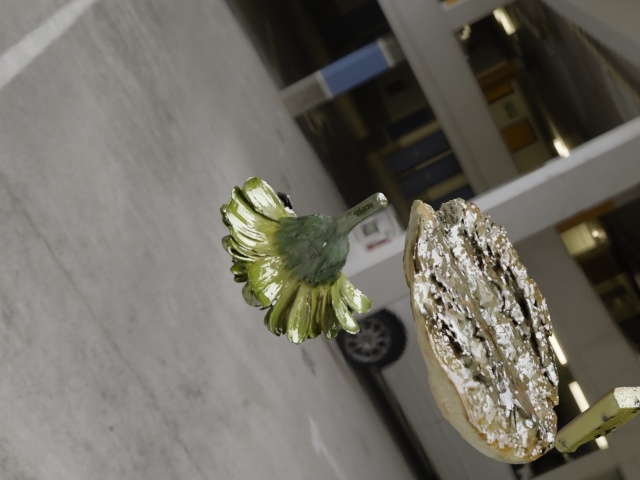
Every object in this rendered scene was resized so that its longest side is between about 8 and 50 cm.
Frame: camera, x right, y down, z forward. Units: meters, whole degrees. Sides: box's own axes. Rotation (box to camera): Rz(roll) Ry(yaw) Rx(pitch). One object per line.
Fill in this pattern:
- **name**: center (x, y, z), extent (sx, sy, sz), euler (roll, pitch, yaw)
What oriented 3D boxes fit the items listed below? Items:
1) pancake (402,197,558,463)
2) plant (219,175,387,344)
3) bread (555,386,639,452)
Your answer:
- **pancake**: center (0.220, 0.107, 1.383), extent (0.382, 0.071, 0.382), euler (38, 38, -39)
- **plant**: center (-0.028, -0.005, 1.719), extent (0.306, 0.297, 0.261), euler (17, 20, -36)
- **bread**: center (0.556, 0.360, 2.036), extent (0.226, 0.088, 0.049), euler (122, -41, -49)
